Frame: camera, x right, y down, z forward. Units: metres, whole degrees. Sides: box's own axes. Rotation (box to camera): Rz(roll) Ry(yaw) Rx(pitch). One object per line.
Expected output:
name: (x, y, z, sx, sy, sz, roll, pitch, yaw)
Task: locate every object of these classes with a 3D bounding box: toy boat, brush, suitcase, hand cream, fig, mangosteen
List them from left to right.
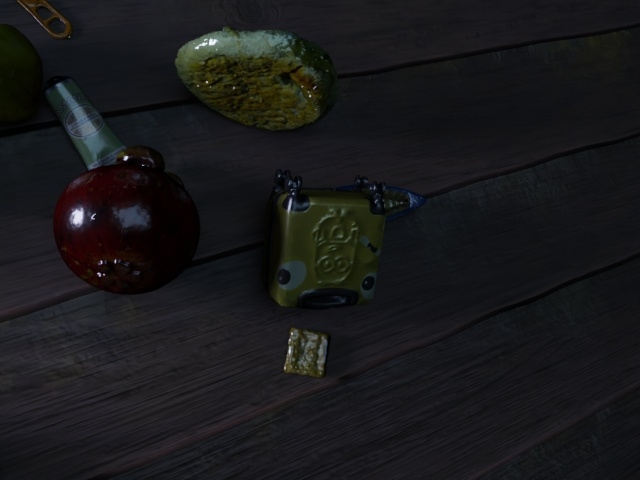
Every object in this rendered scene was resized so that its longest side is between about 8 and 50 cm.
fig: (-0.497, -0.261, 0.839, 0.144, 0.166, 0.153, -7, 83, -26)
brush: (-0.543, -0.458, 0.937, 0.314, 0.017, 0.090, 45, 69, -10)
hand cream: (-0.378, -0.172, 0.935, 0.086, 0.055, 0.235, -36, 102, -20)
mangosteen: (-0.290, -0.043, 0.873, 0.215, 0.215, 0.257, 16, 48, -18)
suitcase: (0.000, 0.000, 0.978, 0.194, 0.143, 0.234, 1, 105, -21)
toy boat: (0.102, -0.071, 1.105, 0.229, 0.046, 0.080, -6, 82, -22)

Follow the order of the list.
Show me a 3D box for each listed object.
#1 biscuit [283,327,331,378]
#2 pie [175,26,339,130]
biscuit: (-0.023, 0.206, 1.023, 0.082, 0.018, 0.083, 13, 76, -19)
pie: (-0.103, -0.271, 0.949, 0.277, 0.277, 0.078, 17, 72, -18)
